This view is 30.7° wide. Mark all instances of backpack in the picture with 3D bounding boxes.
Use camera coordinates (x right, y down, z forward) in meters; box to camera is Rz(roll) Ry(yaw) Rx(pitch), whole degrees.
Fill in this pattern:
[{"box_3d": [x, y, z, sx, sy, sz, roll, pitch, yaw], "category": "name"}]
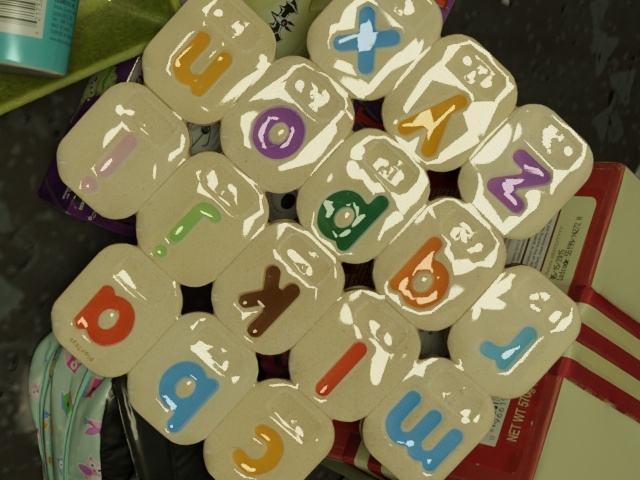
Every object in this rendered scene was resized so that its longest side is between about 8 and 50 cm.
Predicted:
[{"box_3d": [-0.112, 0.130, 0.733, 0.152, 0.115, 0.182, -28, 122, -44], "category": "backpack"}]

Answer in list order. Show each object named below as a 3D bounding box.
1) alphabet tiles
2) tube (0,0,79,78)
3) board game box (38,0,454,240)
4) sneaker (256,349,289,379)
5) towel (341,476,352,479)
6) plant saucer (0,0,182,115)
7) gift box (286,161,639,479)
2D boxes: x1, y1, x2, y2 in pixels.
[{"box_3d": [0.000, 0.000, 0.647, 0.284, 0.021, 0.278, 42, 93, -4], "category": "alphabet tiles"}, {"box_3d": [-0.137, -0.185, 0.568, 0.080, 0.052, 0.207, 7, 92, -40], "category": "tube"}, {"box_3d": [-0.016, -0.146, 0.745, 0.208, 0.056, 0.346, 23, 93, -45], "category": "board game box"}, {"box_3d": [-0.014, 0.097, 0.848, 0.057, 0.047, 0.119, -32, 127, -38], "category": "sneaker"}, {"box_3d": [0.058, 0.339, 0.989, 0.312, 0.056, 0.324, -47, 130, -14], "category": "towel"}, {"box_3d": [-0.184, -0.162, 0.597, 0.188, 0.045, 0.188, -29, 117, -26], "category": "plant saucer"}, {"box_3d": [0.161, 0.107, 0.804, 0.258, 0.276, 0.255, 34, 75, -42], "category": "gift box"}]
